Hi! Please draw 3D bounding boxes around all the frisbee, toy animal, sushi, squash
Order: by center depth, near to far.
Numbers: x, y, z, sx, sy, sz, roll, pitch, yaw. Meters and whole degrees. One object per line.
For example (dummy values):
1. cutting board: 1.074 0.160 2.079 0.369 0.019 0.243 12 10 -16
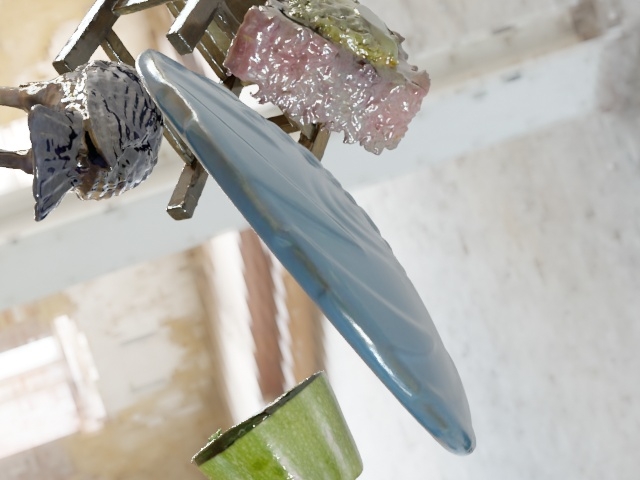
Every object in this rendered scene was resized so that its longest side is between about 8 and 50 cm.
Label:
1. frisbee: 0.004 -0.003 0.945 0.289 0.049 0.289 51 -179 -2
2. toy animal: -0.218 -0.097 1.437 0.298 0.185 0.122 -140 57 -69
3. sushi: -0.003 -0.186 1.631 0.107 0.241 0.161 -57 36 20
4. squash: -0.038 0.220 1.763 0.123 0.170 0.170 55 169 -3

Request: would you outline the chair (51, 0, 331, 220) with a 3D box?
1. chair: -0.073 -0.260 1.822 0.203 0.416 0.240 -10 132 39
